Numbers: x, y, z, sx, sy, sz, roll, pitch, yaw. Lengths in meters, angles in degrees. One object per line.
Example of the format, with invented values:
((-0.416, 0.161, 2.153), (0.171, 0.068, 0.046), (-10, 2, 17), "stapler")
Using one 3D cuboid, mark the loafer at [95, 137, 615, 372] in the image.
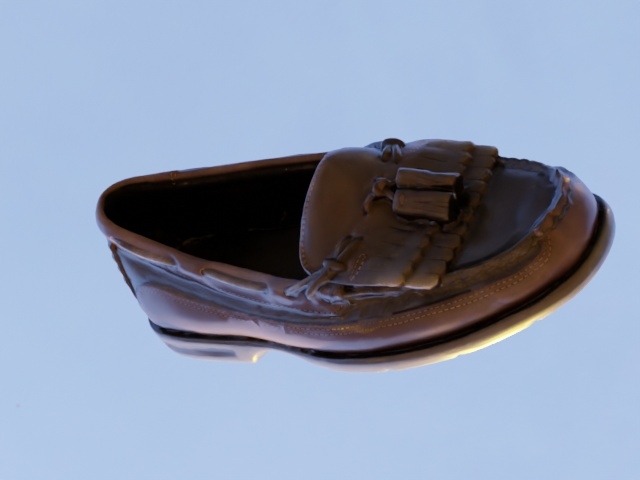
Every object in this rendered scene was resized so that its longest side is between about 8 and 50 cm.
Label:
((0.000, 0.000, 0.956), (0.095, 0.302, 0.109), (49, -126, -28), "loafer")
